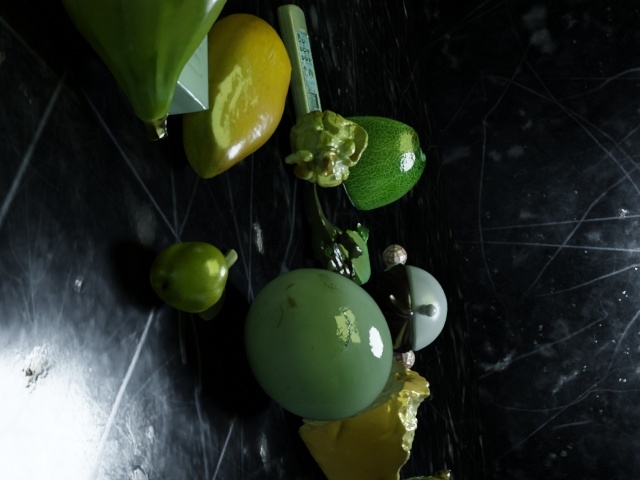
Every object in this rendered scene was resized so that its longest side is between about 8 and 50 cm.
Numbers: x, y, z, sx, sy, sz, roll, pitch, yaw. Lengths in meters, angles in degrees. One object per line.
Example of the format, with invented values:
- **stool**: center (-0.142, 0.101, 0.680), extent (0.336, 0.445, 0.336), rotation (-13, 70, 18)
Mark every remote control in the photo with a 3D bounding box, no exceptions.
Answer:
- **remote control**: center (-0.038, -0.330, 1.755), extent (0.098, 0.038, 0.233), rotation (-18, 99, -72)

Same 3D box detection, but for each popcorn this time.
- **popcorn**: center (0.001, -0.168, 1.671), extent (0.135, 0.162, 0.141), rotation (50, -19, 20)

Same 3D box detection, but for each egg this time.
- **egg**: center (-0.001, 0.151, 1.320), extent (0.282, 0.203, 0.203), rotation (62, 24, -55)

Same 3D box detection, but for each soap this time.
- **soap**: center (-0.193, -0.264, 1.160), extent (0.119, 0.067, 0.198), rotation (39, 44, -63)

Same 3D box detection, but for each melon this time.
- **melon**: center (0.062, 0.023, 1.912), extent (0.114, 0.053, 0.262), rotation (57, 18, -12)
- **melon**: center (0.141, -0.154, 2.020), extent (0.265, 0.169, 0.129), rotation (57, 30, -50)

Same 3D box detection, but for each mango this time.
- **mango**: center (-0.121, -0.208, 1.296), extent (0.317, 0.119, 0.176), rotation (-69, 151, -44)

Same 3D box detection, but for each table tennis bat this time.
- **table tennis bat**: center (-0.142, 0.049, 1.244), extent (0.156, 0.013, 0.087), rotation (-57, 134, -65)

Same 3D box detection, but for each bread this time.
- **bread**: center (0.105, 0.321, 1.562), extent (0.183, 0.211, 0.224), rotation (-84, 153, -60)

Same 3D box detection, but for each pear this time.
- **pear**: center (-0.156, 0.044, 1.088), extent (0.097, 0.092, 0.092), rotation (-1, 79, -31)

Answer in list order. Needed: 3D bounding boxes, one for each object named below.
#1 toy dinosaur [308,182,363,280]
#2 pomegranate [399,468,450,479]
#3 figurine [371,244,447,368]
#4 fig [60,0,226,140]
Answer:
- **toy dinosaur**: center (0.000, 0.000, 1.736), extent (0.179, 0.087, 0.187), rotation (48, -23, 36)
- **pomegranate**: center (0.192, 0.589, 1.675), extent (0.260, 0.260, 0.340), rotation (49, 38, -60)
- **figurine**: center (0.199, 0.147, 2.066), extent (0.370, 0.167, 0.281), rotation (4, 81, -82)
- **fig**: center (-0.162, -0.288, 0.981), extent (0.314, 0.233, 0.233), rotation (67, 18, -4)
